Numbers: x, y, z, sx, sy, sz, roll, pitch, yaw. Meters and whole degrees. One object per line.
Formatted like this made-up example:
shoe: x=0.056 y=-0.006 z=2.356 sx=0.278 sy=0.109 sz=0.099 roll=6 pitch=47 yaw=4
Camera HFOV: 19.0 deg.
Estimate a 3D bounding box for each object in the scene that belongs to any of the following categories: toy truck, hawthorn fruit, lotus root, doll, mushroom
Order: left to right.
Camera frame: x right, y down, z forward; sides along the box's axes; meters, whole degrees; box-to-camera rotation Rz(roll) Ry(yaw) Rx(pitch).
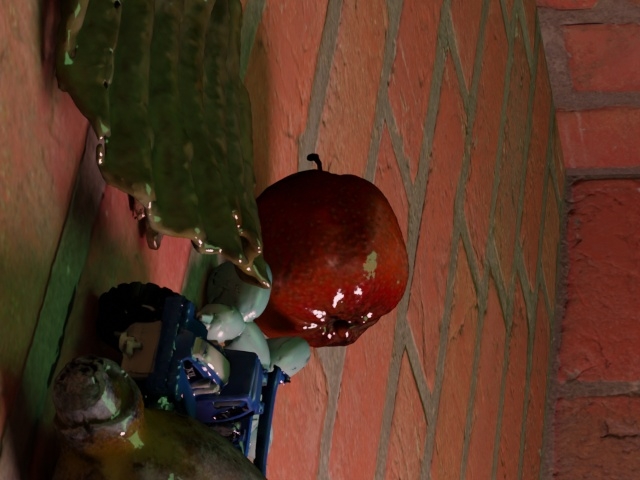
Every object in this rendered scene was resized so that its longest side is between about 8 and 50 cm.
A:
mushroom: x=-0.136 y=-0.042 z=1.516 sx=0.049 sy=0.019 sz=0.101 roll=-56 pitch=142 yaw=-64
lotus root: x=-0.110 y=0.204 z=1.342 sx=0.322 sy=0.158 sz=0.140 roll=59 pitch=34 yaw=-49
toy truck: x=-0.095 y=0.125 z=1.452 sx=0.208 sy=0.126 sz=0.113 roll=67 pitch=26 yaw=-57
doll: x=-0.067 y=0.114 z=1.671 sx=0.158 sy=0.059 sz=0.159 roll=-53 pitch=128 yaw=-53
hawthorn fruit: x=0.000 y=0.000 z=1.789 sx=0.157 sy=0.157 sz=0.194 roll=60 pitch=23 yaw=-62

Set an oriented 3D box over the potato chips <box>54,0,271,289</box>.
potato chips: x=-0.097 y=-0.162 z=1.503 sx=0.373 sy=0.097 sz=0.389 roll=26 pitch=60 yaw=-74
